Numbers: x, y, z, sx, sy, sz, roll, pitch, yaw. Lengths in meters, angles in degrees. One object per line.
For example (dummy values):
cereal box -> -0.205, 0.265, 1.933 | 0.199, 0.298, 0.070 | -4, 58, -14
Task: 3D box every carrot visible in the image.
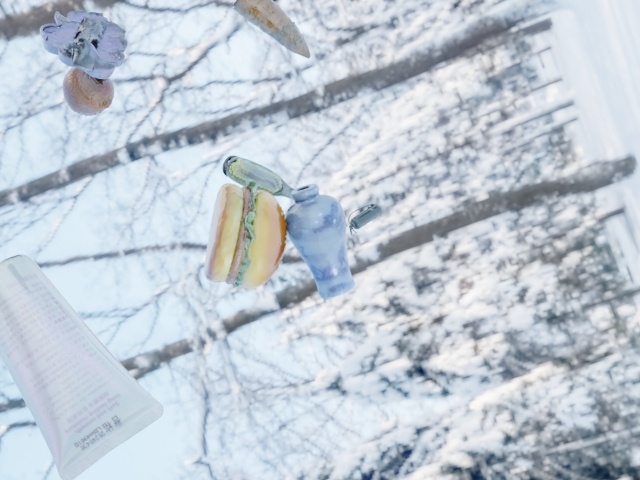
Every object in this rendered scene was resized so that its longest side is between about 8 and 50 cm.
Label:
carrot -> -0.124, -0.590, 2.589 | 0.263, 0.102, 0.102 | 40, -157, -16

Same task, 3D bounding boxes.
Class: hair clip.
hair clip -> -0.340, -0.296, 1.363 | 0.124, 0.052, 0.195 | 15, -150, -16

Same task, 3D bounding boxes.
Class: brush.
brush -> -0.099, -0.132, 2.325 | 0.068, 0.297, 0.060 | -68, 15, -6

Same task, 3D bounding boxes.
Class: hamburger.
hamburger -> -0.158, -0.008, 2.078 | 0.246, 0.170, 0.245 | -168, 90, -78

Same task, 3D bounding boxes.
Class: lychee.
lychee -> -0.469, -0.316, 1.903 | 0.140, 0.101, 0.114 | 100, 152, -48

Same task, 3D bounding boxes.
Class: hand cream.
hand cream -> -0.422, 0.186, 1.504 | 0.358, 0.186, 0.118 | 52, 161, 13

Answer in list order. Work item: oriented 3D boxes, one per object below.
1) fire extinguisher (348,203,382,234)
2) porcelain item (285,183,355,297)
fire extinguisher -> 0.079, -0.043, 1.784 | 0.083, 0.025, 0.038 | -34, -85, -33
porcelain item -> 0.000, 0.000, 2.155 | 0.141, 0.141, 0.259 | -67, -38, -70
